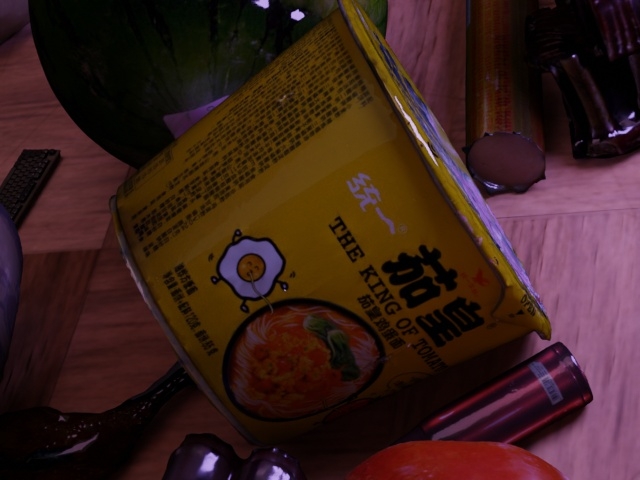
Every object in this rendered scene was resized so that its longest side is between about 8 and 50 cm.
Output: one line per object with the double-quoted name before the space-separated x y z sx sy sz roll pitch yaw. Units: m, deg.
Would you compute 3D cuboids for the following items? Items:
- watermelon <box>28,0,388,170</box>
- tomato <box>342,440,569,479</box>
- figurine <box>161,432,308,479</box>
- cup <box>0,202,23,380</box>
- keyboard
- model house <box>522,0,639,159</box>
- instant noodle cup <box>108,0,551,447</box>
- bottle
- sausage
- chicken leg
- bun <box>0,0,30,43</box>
"watermelon" -0.103 -0.221 1.782 0.363 0.363 0.363 -13 45 13
"tomato" 0.100 0.243 1.355 0.232 0.188 0.232 -12 48 13
"figurine" -0.124 0.315 1.423 0.218 0.206 0.365 23 33 5
"cup" -0.399 0.112 1.688 0.301 0.227 0.257 -50 25 26
"keyboard" -0.307 -0.044 1.941 0.049 0.015 0.129 6 52 29
"model house" 0.289 -0.294 1.711 0.317 0.282 0.297 -26 44 -1
"instant noodle cup" 0.000 0.000 1.563 0.254 0.325 0.325 -31 43 7
"bottle" 0.132 0.143 1.534 0.164 0.060 0.060 -29 43 -3
"sausage" 0.170 -0.198 1.828 0.082 0.082 0.371 -11 44 16
"chicken leg" -0.202 0.164 1.673 0.253 0.051 0.106 -19 38 3
"bun" -0.460 -0.346 2.159 0.360 0.211 0.359 -14 45 14
